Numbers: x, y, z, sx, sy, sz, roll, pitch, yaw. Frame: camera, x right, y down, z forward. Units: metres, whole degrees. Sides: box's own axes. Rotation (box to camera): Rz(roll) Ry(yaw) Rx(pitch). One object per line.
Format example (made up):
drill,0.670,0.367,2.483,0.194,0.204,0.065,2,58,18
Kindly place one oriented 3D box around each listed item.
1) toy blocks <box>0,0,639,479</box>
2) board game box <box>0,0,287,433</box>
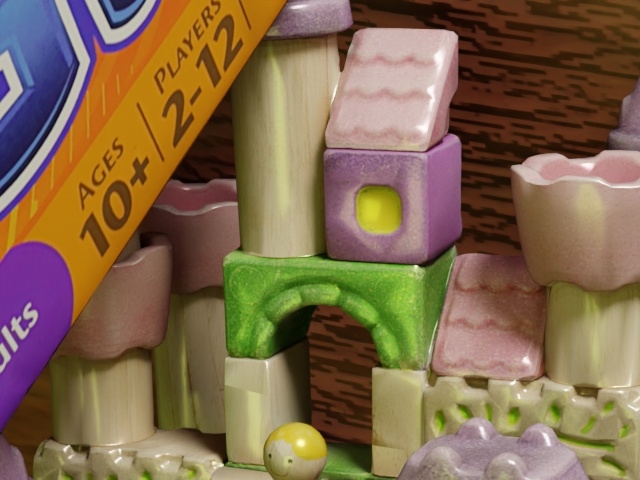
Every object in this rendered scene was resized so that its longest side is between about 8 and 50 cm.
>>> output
toy blocks,0.000,0.000,0.739,0.288,0.309,0.260,3,104,22
board game box,-0.222,-0.197,0.616,0.356,0.357,0.356,13,146,28
